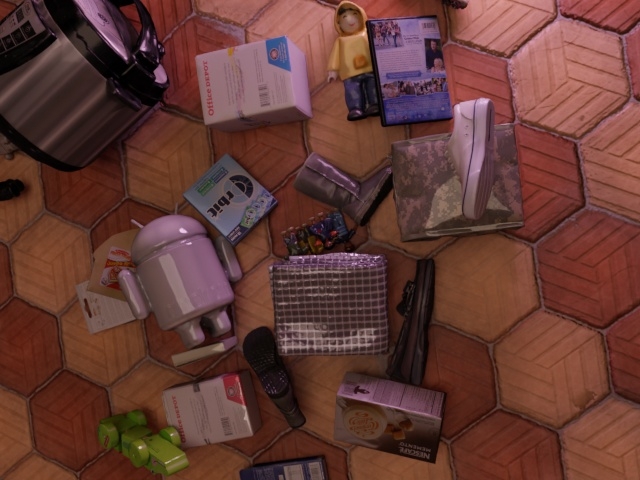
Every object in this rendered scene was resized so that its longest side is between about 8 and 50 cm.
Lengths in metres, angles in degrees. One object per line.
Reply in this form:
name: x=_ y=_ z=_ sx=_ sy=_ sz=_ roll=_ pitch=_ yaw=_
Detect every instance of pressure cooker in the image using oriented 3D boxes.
pressure cooker: x=-0.578 y=-0.425 z=1.718 sx=0.420 sy=0.375 sz=0.370 roll=-38 pitch=99 yaw=11

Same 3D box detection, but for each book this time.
book: x=-0.291 y=0.278 z=1.789 sx=0.144 sy=0.096 sz=0.035 roll=-19 pitch=89 yaw=14

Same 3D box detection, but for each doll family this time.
doll family: x=0.000 y=0.000 z=1.727 sx=0.192 sy=0.076 sz=0.111 roll=-27 pitch=80 yaw=10

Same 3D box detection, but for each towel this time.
towel: x=0.020 y=0.154 z=1.659 sx=0.283 sy=0.121 sz=0.235 roll=-3 pitch=105 yaw=4

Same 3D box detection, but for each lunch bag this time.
lunch bag: x=0.303 y=-0.123 z=1.602 sx=0.286 sy=0.169 sz=0.236 roll=-6 pitch=88 yaw=9

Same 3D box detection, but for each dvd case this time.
dvd case: x=0.209 y=-0.399 z=1.653 sx=0.180 sy=0.022 sz=0.253 roll=-8 pitch=89 yaw=-16

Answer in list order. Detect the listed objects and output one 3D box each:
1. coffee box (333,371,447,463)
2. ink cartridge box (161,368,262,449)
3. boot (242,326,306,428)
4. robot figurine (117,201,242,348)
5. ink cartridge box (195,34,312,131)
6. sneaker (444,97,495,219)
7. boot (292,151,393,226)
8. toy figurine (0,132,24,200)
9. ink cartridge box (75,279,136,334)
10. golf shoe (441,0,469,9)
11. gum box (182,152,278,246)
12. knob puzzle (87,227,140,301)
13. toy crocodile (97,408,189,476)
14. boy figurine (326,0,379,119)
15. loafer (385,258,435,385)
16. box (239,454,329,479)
coffee box: x=0.163 y=0.414 z=1.657 sx=0.246 sy=0.098 sz=0.141 roll=10 pitch=119 yaw=13
ink cartridge box: x=-0.275 y=0.429 z=1.789 sx=0.217 sy=0.092 sz=0.159 roll=-14 pitch=88 yaw=12
boot: x=-0.114 y=0.341 z=1.738 sx=0.083 sy=0.247 sz=0.161 roll=-25 pitch=129 yaw=-4
robot figurine: x=-0.341 y=0.086 z=1.745 sx=0.299 sy=0.199 sz=0.354 roll=-22 pitch=85 yaw=-28
ink cartridge box: x=-0.158 y=-0.370 z=1.709 sx=0.232 sy=0.168 sz=0.171 roll=-8 pitch=88 yaw=14
sneaker: x=0.311 y=-0.170 z=1.483 sx=0.091 sy=0.094 sz=0.258 roll=1 pitch=79 yaw=33
boot: x=0.062 y=-0.154 z=1.716 sx=0.208 sy=0.076 sz=0.190 roll=36 pitch=83 yaw=24
toy figurine: x=-0.918 y=-0.200 z=1.879 sx=0.148 sy=0.213 sz=0.210 roll=-7 pitch=89 yaw=28
ink cartridge box: x=-0.558 y=0.160 z=1.888 sx=0.179 sy=0.045 sz=0.146 roll=-20 pitch=87 yaw=23
golf shoe: x=0.281 y=-0.617 z=1.651 sx=0.186 sy=0.067 sz=0.086 roll=41 pitch=98 yaw=10
gum box: x=-0.226 y=-0.102 z=1.771 sx=0.184 sy=0.041 sz=0.157 roll=44 pitch=80 yaw=9
knob puzzle: x=-0.496 y=0.062 z=1.833 sx=0.213 sy=0.030 sz=0.213 roll=5 pitch=78 yaw=-23
toy crocodile: x=-0.453 y=0.512 z=1.766 sx=0.340 sy=0.115 sz=0.105 roll=13 pitch=109 yaw=39
boy figurine: x=0.098 y=-0.436 z=1.687 sx=0.177 sy=0.092 sz=0.285 roll=-7 pitch=93 yaw=14
loafer: x=0.211 y=0.189 z=1.664 sx=0.095 sy=0.109 sz=0.303 roll=7 pitch=95 yaw=18
box: x=-0.087 y=0.624 z=1.774 sx=0.225 sy=0.036 sz=0.137 roll=-11 pitch=88 yaw=12
